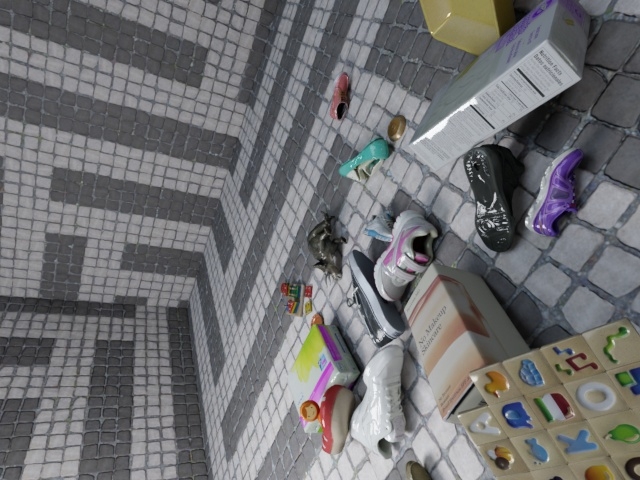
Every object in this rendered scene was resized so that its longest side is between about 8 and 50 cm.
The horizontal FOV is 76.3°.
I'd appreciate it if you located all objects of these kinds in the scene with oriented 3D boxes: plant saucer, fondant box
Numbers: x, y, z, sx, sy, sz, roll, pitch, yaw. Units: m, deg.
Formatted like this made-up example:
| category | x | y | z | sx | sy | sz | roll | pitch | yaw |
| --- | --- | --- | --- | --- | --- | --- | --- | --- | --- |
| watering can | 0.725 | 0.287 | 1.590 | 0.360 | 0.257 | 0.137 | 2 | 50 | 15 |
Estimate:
| category | x | y | z | sx | sy | sz | roll | pitch | yaw |
| --- | --- | --- | --- | --- | --- | --- | --- | --- | --- |
| plant saucer | 0.324 | -0.608 | 0.939 | 0.081 | 0.332 | 0.332 | -33 | 41 | 5 |
| plant saucer | -0.012 | 0.313 | 1.507 | 0.084 | 0.014 | 0.083 | -29 | 56 | 55 |
| fondant box | 0.353 | -0.315 | 0.833 | 0.330 | 0.096 | 0.238 | -32 | 23 | 53 |
| plant saucer | 0.232 | -0.350 | 1.264 | 0.083 | 0.015 | 0.083 | -29 | 56 | 56 |

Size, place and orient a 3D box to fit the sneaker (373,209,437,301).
| category | x | y | z | sx | sy | sz | roll | pitch | yaw |
| --- | --- | --- | --- | --- | --- | --- | --- | --- | --- |
| sneaker | 0.223 | 0.050 | 1.061 | 0.111 | 0.103 | 0.252 | 39 | 117 | 60 |

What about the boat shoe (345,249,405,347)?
| category | x | y | z | sx | sy | sz | roll | pitch | yaw |
| --- | --- | --- | --- | --- | --- | --- | --- | --- | --- |
| boat shoe | 0.136 | 0.163 | 1.178 | 0.105 | 0.113 | 0.306 | -46 | 51 | 26 |

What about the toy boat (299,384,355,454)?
| category | x | y | z | sx | sy | sz | roll | pitch | yaw |
| --- | --- | --- | --- | --- | --- | --- | --- | --- | --- |
| toy boat | 0.013 | 0.505 | 1.175 | 0.230 | 0.151 | 0.150 | 95 | -167 | -46 |

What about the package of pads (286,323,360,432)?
| category | x | y | z | sx | sy | sz | roll | pitch | yaw |
| --- | --- | --- | --- | --- | --- | --- | --- | --- | --- |
| package of pads | -0.004 | 0.450 | 1.355 | 0.296 | 0.101 | 0.229 | -66 | 32 | 24 |

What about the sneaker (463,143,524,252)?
| category | x | y | z | sx | sy | sz | roll | pitch | yaw |
| --- | --- | --- | --- | --- | --- | --- | --- | --- | --- |
| sneaker | 0.380 | -0.094 | 0.854 | 0.087 | 0.130 | 0.227 | -4 | 106 | 57 |

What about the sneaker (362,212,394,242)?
| category | x | y | z | sx | sy | sz | roll | pitch | yaw |
| --- | --- | --- | --- | --- | --- | --- | --- | --- | --- |
| sneaker | 0.190 | -0.039 | 1.191 | 0.191 | 0.072 | 0.082 | 25 | 98 | 61 |

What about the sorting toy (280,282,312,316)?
| category | x | y | z | sx | sy | sz | roll | pitch | yaw |
| --- | --- | --- | --- | --- | --- | --- | --- | --- | --- |
| sorting toy | -0.113 | 0.244 | 1.681 | 0.275 | 0.047 | 0.132 | -6 | 76 | 61 |

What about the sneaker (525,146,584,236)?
| category | x | y | z | sx | sy | sz | roll | pitch | yaw |
| --- | --- | --- | --- | --- | --- | --- | --- | --- | --- |
| sneaker | 0.448 | -0.086 | 0.753 | 0.071 | 0.069 | 0.169 | 34 | 121 | 44 |

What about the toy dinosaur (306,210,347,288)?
| category | x | y | z | sx | sy | sz | roll | pitch | yaw |
| --- | --- | --- | --- | --- | --- | --- | --- | --- | --- |
| toy dinosaur | 0.000 | 0.000 | 1.475 | 0.160 | 0.121 | 0.313 | -47 | 45 | 26 |

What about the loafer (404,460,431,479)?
| category | x | y | z | sx | sy | sz | roll | pitch | yaw |
| --- | --- | --- | --- | --- | --- | --- | --- | --- | --- |
| loafer | 0.243 | 0.568 | 0.916 | 0.050 | 0.056 | 0.147 | -57 | 46 | 35 |

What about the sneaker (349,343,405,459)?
| category | x | y | z | sx | sy | sz | roll | pitch | yaw |
| --- | --- | --- | --- | --- | --- | --- | --- | --- | --- |
| sneaker | 0.177 | 0.416 | 1.052 | 0.152 | 0.114 | 0.304 | 29 | 113 | 48 |

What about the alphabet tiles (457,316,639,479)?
| category | x | y | z | sx | sy | sz | roll | pitch | yaw |
| --- | --- | --- | --- | --- | --- | --- | --- | --- | --- |
| alphabet tiles | 0.385 | 0.272 | 0.567 | 0.343 | 0.011 | 0.285 | -35 | 85 | 32 |

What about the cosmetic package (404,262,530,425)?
| category | x | y | z | sx | sy | sz | roll | pitch | yaw |
| --- | --- | --- | --- | --- | --- | --- | --- | --- | --- |
| cosmetic package | 0.281 | 0.193 | 0.798 | 0.296 | 0.129 | 0.153 | -96 | 25 | -61 |

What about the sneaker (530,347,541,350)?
| category | x | y | z | sx | sy | sz | roll | pitch | yaw |
| --- | --- | --- | --- | --- | --- | --- | --- | --- | --- |
| sneaker | 0.386 | 0.304 | 0.712 | 0.092 | 0.088 | 0.228 | -5 | 70 | 68 |

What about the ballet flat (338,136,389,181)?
| category | x | y | z | sx | sy | sz | roll | pitch | yaw |
| --- | --- | --- | --- | --- | --- | --- | --- | --- | --- |
| ballet flat | 0.138 | -0.244 | 1.341 | 0.247 | 0.083 | 0.087 | -32 | 68 | 57 |

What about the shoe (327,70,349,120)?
| category | x | y | z | sx | sy | sz | roll | pitch | yaw |
| --- | --- | --- | --- | --- | --- | --- | --- | --- | --- |
| shoe | 0.082 | -0.550 | 1.560 | 0.081 | 0.064 | 0.177 | 52 | 131 | 53 |
